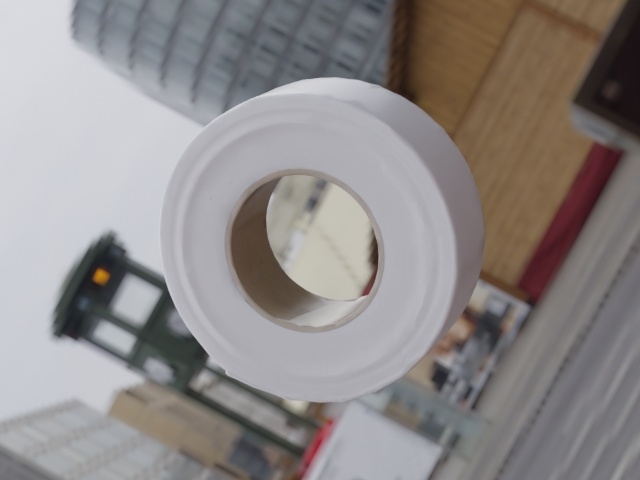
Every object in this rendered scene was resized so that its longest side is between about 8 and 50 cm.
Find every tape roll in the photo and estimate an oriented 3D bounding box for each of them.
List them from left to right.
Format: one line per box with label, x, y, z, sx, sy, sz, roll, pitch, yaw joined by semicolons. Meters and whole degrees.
tape roll;0.000;0.000;1.567;0.286;0.286;0.100;-63;-10;22
